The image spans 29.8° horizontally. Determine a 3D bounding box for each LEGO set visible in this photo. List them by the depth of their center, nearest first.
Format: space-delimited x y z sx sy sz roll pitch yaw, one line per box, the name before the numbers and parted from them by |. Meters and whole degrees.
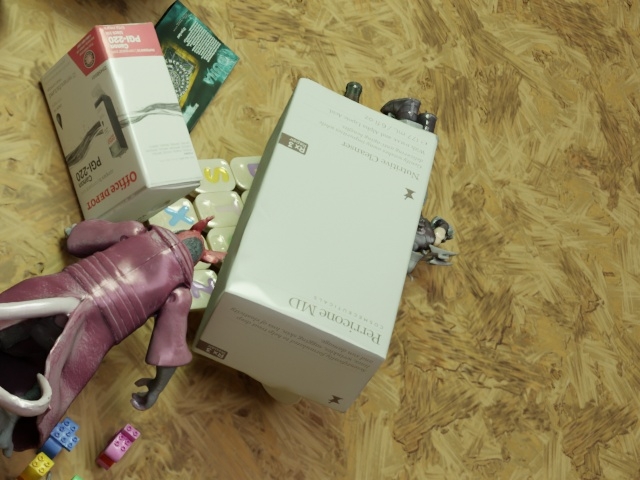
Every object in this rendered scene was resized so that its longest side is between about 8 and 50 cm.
LEGO set | -0.292 0.261 1.335 0.087 0.093 0.227 40 48 -4

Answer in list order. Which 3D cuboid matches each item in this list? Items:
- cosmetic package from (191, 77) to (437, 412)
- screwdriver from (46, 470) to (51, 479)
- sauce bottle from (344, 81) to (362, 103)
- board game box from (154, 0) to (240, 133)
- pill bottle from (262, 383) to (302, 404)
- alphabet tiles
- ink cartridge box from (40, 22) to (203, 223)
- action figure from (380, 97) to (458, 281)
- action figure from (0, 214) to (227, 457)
cosmetic package | 0.000 0.000 1.540 0.217 0.156 0.385 22 48 -9
screwdriver | -0.320 0.339 1.345 0.025 0.024 0.170 3 60 -8
sauce bottle | 0.039 -0.189 1.847 0.042 0.042 0.128 30 55 -26
board game box | -0.200 -0.236 1.682 0.126 0.026 0.186 42 50 -18
pill bottle | -0.008 0.144 1.628 0.094 0.094 0.169 53 48 -8
alphabet tiles | -0.087 0.006 1.613 0.277 0.021 0.284 -5 58 -30
ink cartridge box | -0.251 -0.141 1.509 0.092 0.158 0.218 -13 80 -43
action figure | 0.132 -0.068 1.840 0.185 0.099 0.285 24 61 -38
action figure | -0.258 0.058 1.340 0.370 0.276 0.248 -36 76 -26
